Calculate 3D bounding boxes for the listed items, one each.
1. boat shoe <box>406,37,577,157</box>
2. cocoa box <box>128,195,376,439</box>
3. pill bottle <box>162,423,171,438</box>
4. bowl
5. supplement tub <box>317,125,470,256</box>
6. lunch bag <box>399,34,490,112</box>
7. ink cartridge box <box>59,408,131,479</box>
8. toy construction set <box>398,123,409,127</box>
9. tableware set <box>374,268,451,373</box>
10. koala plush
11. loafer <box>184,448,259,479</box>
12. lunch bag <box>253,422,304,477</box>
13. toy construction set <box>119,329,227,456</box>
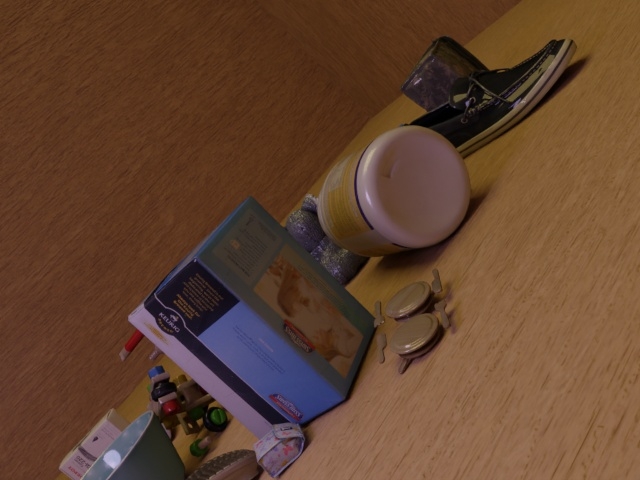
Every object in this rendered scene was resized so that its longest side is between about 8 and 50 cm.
[{"bbox_3d":[0.393,-0.339,1.632,0.500,0.156,0.187,-34,13,46],"label":"boat shoe"},{"bbox_3d":[-0.111,0.144,1.204,0.228,0.347,0.231,-39,11,34],"label":"cocoa box"},{"bbox_3d":[-0.469,0.541,1.908,0.086,0.086,0.152,-47,9,-8],"label":"pill bottle"},{"bbox_3d":[-0.409,0.536,1.425,0.311,0.163,0.311,-44,10,10],"label":"bowl"},{"bbox_3d":[0.139,-0.090,1.422,0.241,0.241,0.331,-49,10,-17],"label":"supplement tub"},{"bbox_3d":[0.382,-0.453,1.905,0.169,0.235,0.287,-46,8,34],"label":"lunch bag"},{"bbox_3d":[-0.666,0.657,2.058,0.218,0.158,0.092,-46,10,4],"label":"ink cartridge box"},{"bbox_3d":[0.244,-0.239,1.948,0.215,0.151,0.328,-69,-10,26],"label":"toy construction set"},{"bbox_3d":[0.151,0.131,1.070,0.128,0.039,0.194,-31,19,15],"label":"tableware set"},{"bbox_3d":[0.000,0.000,1.712,0.196,0.221,0.203,-44,10,12],"label":"koala plush"},{"bbox_3d":[-0.209,0.456,1.127,0.268,0.092,0.102,-33,6,-21],"label":"loafer"},{"bbox_3d":[-0.065,0.337,1.102,0.083,0.053,0.071,-38,10,-5],"label":"lunch bag"},{"bbox_3d":[-0.366,0.365,1.629,0.237,0.309,0.257,-45,0,35],"label":"toy construction set"}]
